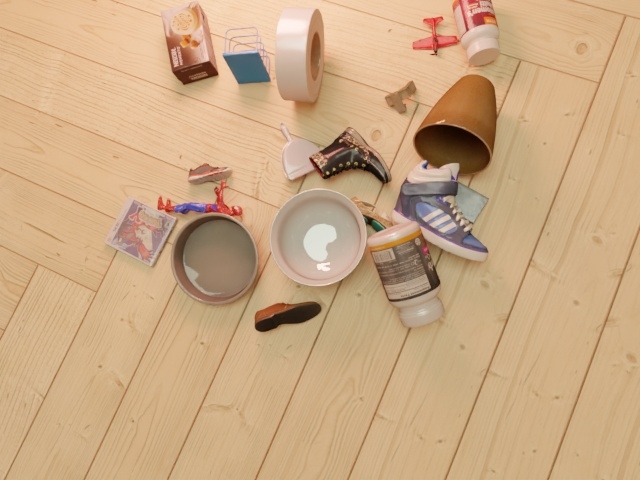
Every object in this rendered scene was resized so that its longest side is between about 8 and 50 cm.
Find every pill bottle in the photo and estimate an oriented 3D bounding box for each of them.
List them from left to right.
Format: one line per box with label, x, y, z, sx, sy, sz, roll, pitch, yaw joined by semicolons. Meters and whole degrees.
pill bottle;0.252;0.097;1.494;0.162;0.162;0.278;-21;96;4
pill bottle;0.502;-0.686;1.657;0.121;0.121;0.221;-11;77;7

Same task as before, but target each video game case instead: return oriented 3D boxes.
video game case;-0.610;-0.032;1.752;0.201;0.023;0.183;24;84;12

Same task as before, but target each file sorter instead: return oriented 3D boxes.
file sorter;-0.243;-0.620;1.738;0.118;0.170;0.104;-1;75;9

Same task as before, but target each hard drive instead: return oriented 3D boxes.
hard drive;0.438;-0.123;1.606;0.135;0.022;0.094;32;86;14

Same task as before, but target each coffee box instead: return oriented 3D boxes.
coffee box;-0.460;-0.694;1.820;0.141;0.098;0.246;-14;77;6

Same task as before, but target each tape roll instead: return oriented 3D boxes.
tape roll;-0.061;-0.588;1.643;0.100;0.286;0.286;6;80;11

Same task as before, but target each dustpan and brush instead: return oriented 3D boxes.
dustpan and brush;-0.084;-0.310;1.714;0.147;0.060;0.211;-26;83;-10

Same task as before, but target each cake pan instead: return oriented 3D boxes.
cake pan;-0.332;0.058;1.650;0.293;0.054;0.293;0;91;9

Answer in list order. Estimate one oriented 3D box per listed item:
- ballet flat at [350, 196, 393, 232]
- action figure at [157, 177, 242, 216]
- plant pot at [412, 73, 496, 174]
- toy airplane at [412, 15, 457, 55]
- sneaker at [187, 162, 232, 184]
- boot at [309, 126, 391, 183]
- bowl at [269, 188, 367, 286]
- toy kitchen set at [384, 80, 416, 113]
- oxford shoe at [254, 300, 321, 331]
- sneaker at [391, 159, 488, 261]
ballet flat;0.169;-0.074;1.618;0.206;0.073;0.067;35;72;10
action figure;-0.385;-0.143;1.702;0.280;0.091;0.139;9;90;11
plant pot;0.435;-0.369;1.571;0.237;0.237;0.254;20;67;12
toy airplane;0.381;-0.686;1.723;0.151;0.028;0.151;-2;79;10
sneaker;-0.375;-0.237;1.739;0.158;0.061;0.064;-9;71;6
boot;0.094;-0.232;1.636;0.179;0.085;0.236;-34;69;-11
bowl;0.000;0.000;1.594;0.298;0.134;0.297;-2;79;8
toy kitchen set;0.271;-0.469;1.701;0.083;0.075;0.068;-14;117;38
oxford shoe;-0.104;0.217;1.605;0.212;0.076;0.076;-12;37;-4
sneaker;0.387;-0.104;1.530;0.323;0.130;0.236;29;105;19
